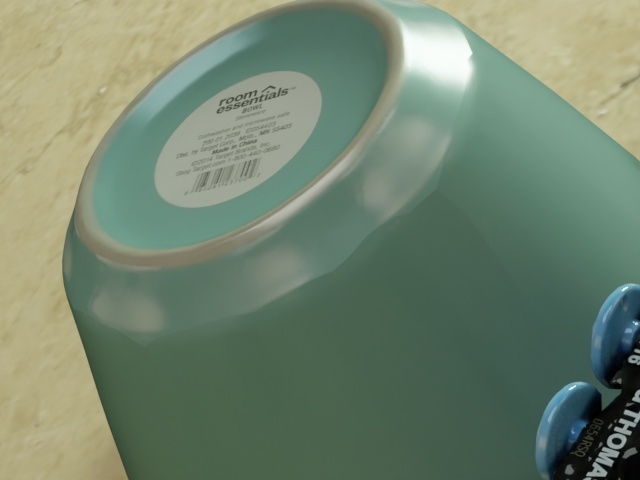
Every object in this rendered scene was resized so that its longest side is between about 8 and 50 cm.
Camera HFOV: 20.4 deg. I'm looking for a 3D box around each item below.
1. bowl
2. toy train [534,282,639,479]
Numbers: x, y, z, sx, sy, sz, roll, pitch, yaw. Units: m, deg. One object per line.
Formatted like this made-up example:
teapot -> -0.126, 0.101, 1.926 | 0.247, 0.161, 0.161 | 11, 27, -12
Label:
bowl -> 0.000, 0.000, 0.856 | 0.312, 0.163, 0.311 | -22, 37, 18
toy train -> 0.151, 0.063, 0.697 | 0.080, 0.105, 0.184 | 15, 58, 38
